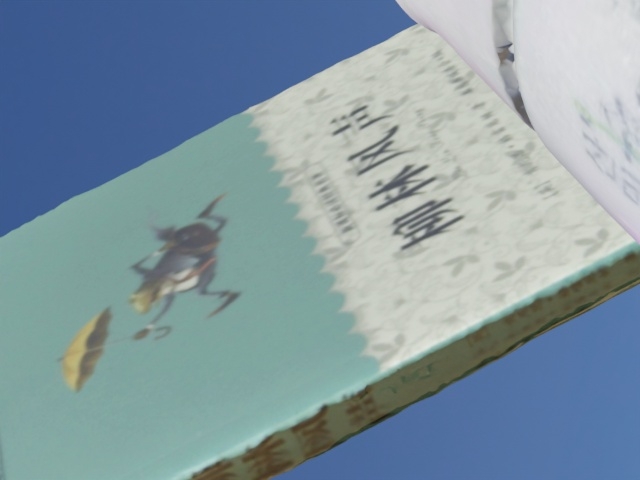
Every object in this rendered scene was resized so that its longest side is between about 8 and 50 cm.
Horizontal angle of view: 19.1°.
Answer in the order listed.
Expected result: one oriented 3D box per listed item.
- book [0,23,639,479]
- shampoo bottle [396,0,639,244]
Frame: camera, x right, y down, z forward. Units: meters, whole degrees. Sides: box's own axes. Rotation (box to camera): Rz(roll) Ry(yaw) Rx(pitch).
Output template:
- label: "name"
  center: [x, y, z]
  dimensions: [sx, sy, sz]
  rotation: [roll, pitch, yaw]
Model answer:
- label: "book"
  center: [0.000, 0.000, 0.782]
  dimensions: [0.379, 0.264, 0.031]
  rotation: [-27, -62, 0]
- label: "shampoo bottle"
  center: [0.170, -0.096, 0.445]
  dimensions: [0.273, 0.266, 0.273]
  rotation: [-39, -30, -28]
